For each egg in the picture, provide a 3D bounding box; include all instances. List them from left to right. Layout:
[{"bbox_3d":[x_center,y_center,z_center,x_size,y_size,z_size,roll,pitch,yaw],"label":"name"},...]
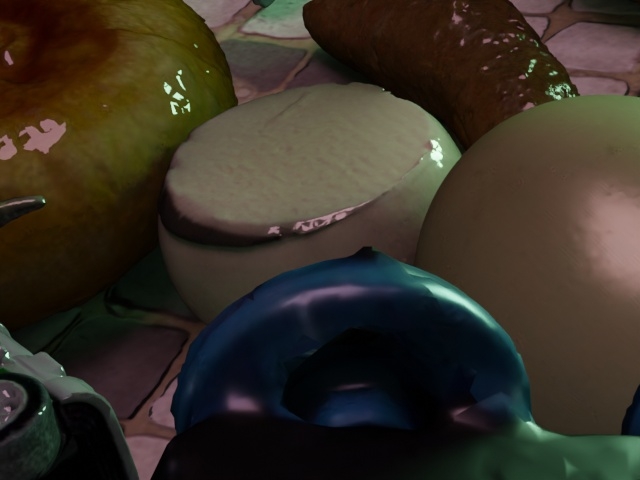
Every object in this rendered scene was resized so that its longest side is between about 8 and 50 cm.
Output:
[{"bbox_3d":[0.141,0.039,0.618,0.186,0.186,0.242,-18,48,-12],"label":"egg"}]

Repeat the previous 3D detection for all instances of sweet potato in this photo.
[{"bbox_3d":[0.092,-0.120,0.926,0.114,0.092,0.341,-33,39,-5],"label":"sweet potato"}]

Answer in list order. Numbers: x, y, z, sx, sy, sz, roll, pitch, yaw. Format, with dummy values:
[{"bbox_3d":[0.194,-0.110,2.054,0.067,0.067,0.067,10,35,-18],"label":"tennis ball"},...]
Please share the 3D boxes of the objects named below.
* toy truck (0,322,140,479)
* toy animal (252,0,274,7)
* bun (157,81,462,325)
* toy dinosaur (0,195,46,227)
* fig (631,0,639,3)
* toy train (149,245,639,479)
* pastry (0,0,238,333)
[{"bbox_3d":[-0.253,0.158,0.556,0.363,0.177,0.178,-24,32,-20],"label":"toy truck"},{"bbox_3d":[0.069,-0.328,1.206,0.205,0.081,0.367,12,60,-3],"label":"toy animal"},{"bbox_3d":[0.000,0.000,0.755,0.172,0.120,0.173,-11,31,7],"label":"bun"},{"bbox_3d":[-0.280,0.045,0.672,0.294,0.162,0.077,-21,65,18],"label":"toy dinosaur"},{"bbox_3d":[0.286,-0.345,0.973,0.286,0.369,0.286,-8,45,8],"label":"fig"},{"bbox_3d":[0.065,0.154,0.394,0.300,0.265,0.188,3,32,-9],"label":"toy train"},{"bbox_3d":[-0.220,-0.065,0.868,0.355,0.164,0.356,-2,33,1],"label":"pastry"}]
